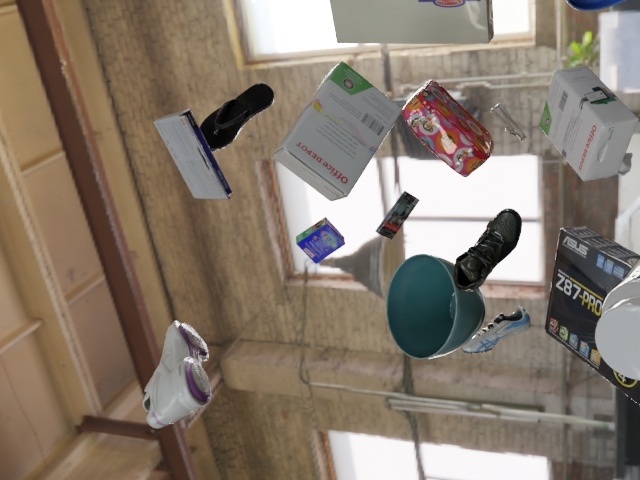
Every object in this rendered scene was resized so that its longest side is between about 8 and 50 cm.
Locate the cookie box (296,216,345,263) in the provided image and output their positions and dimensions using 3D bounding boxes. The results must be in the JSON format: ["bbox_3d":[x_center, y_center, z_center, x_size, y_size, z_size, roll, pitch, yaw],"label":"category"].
[{"bbox_3d":[0.000,0.000,2.002,0.092,0.107,0.040,47,-160,-27],"label":"cookie box"}]

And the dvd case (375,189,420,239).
[{"bbox_3d":[0.183,-0.059,1.706,0.119,0.013,0.087,-54,-28,10],"label":"dvd case"}]

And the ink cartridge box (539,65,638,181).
[{"bbox_3d":[0.596,-0.263,1.617,0.160,0.092,0.219,90,164,-46],"label":"ink cartridge box"}]

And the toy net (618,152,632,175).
[{"bbox_3d":[0.706,-0.261,1.823,0.045,0.122,0.232,63,-170,-59],"label":"toy net"}]

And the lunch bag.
[{"bbox_3d":[0.390,-0.343,2.175,0.293,0.120,0.258,44,-150,-4],"label":"lunch bag"}]

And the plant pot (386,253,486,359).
[{"bbox_3d":[0.351,0.188,2.038,0.195,0.290,0.290,6,-95,-34],"label":"plant pot"}]

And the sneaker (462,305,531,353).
[{"bbox_3d":[0.539,0.278,2.232,0.086,0.237,0.085,66,172,-14],"label":"sneaker"}]

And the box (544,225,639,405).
[{"bbox_3d":[0.737,0.177,1.823,0.395,0.097,0.318,-130,40,-61],"label":"box"}]

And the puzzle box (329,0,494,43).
[{"bbox_3d":[0.204,-0.603,1.711,0.052,0.408,0.272,-52,-39,-43],"label":"puzzle box"}]

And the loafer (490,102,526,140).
[{"bbox_3d":[0.526,-0.326,2.021,0.125,0.039,0.045,53,-172,2],"label":"loafer"}]

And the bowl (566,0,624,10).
[{"bbox_3d":[0.713,-0.699,1.636,0.077,0.391,0.391,65,-168,24],"label":"bowl"}]

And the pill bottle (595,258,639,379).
[{"bbox_3d":[0.582,0.122,1.240,0.278,0.162,0.162,-27,-63,-47],"label":"pill bottle"}]

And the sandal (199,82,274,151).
[{"bbox_3d":[-0.232,-0.342,1.930,0.254,0.097,0.054,-47,-13,-17],"label":"sandal"}]

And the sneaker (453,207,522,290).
[{"bbox_3d":[0.387,0.027,1.670,0.227,0.087,0.130,-53,-14,13],"label":"sneaker"}]

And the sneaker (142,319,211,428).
[{"bbox_3d":[-0.314,0.273,1.511,0.114,0.152,0.305,50,-174,-22],"label":"sneaker"}]

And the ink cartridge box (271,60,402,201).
[{"bbox_3d":[0.031,-0.204,1.373,0.154,0.093,0.212,36,-106,-14],"label":"ink cartridge box"}]

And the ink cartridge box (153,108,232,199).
[{"bbox_3d":[-0.293,-0.202,1.713,0.045,0.224,0.223,-35,-69,-24],"label":"ink cartridge box"}]
